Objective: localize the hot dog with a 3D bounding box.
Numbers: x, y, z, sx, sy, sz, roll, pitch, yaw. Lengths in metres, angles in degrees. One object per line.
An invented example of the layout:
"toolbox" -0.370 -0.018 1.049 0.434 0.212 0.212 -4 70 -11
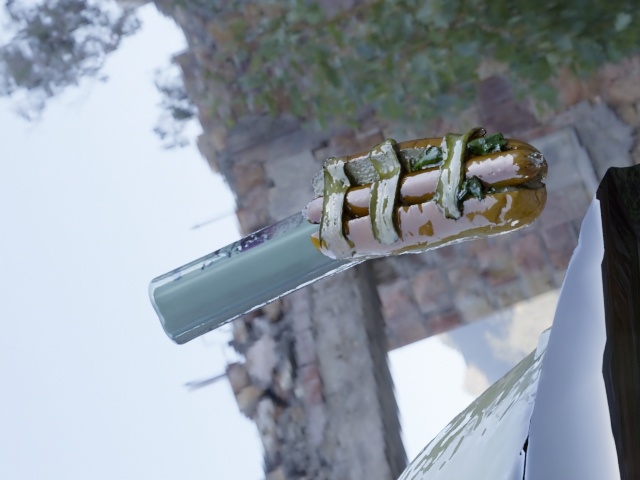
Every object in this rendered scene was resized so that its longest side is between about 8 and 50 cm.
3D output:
"hot dog" 0.092 -0.044 1.108 0.072 0.269 0.109 25 -119 -47

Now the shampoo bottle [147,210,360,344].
"shampoo bottle" 0.000 0.000 1.273 0.134 0.359 0.078 -42 -73 -86

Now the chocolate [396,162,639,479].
"chocolate" 0.150 0.181 0.529 0.326 0.297 0.314 22 -129 -31
